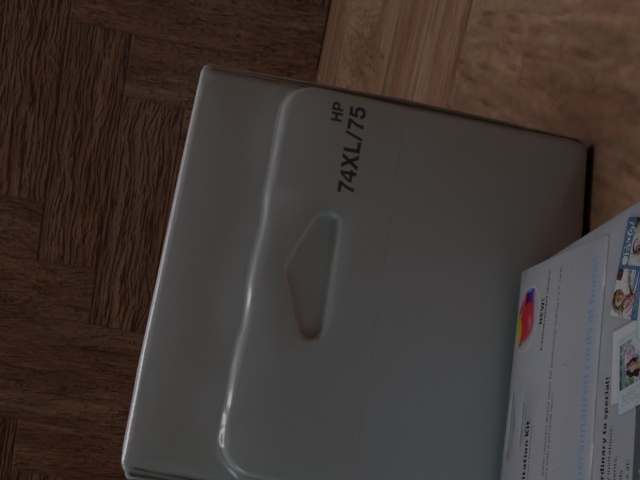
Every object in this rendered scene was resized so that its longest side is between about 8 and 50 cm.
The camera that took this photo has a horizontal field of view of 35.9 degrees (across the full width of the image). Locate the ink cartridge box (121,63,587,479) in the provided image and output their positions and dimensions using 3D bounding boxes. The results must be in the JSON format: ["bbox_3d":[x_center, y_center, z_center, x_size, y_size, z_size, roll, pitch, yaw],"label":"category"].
[{"bbox_3d":[0.004,0.061,0.566,0.270,0.197,0.198,116,164,-71],"label":"ink cartridge box"}]

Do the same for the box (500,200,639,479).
[{"bbox_3d":[0.108,0.063,0.339,0.186,0.038,0.145,122,158,-73],"label":"box"}]
